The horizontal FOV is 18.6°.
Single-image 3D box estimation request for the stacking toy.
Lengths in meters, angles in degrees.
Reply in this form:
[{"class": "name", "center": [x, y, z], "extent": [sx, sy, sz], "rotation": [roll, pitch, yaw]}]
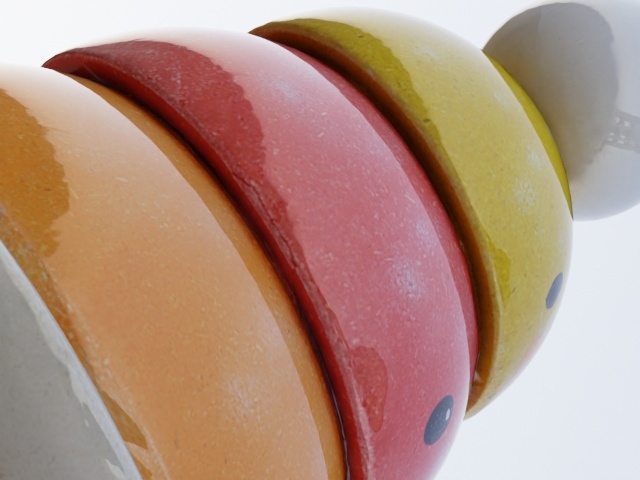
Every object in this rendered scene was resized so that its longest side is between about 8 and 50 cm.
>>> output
[{"class": "stacking toy", "center": [0.000, 0.000, 0.907], "extent": [0.350, 0.480, 0.350], "rotation": [42, -31, 33]}]
